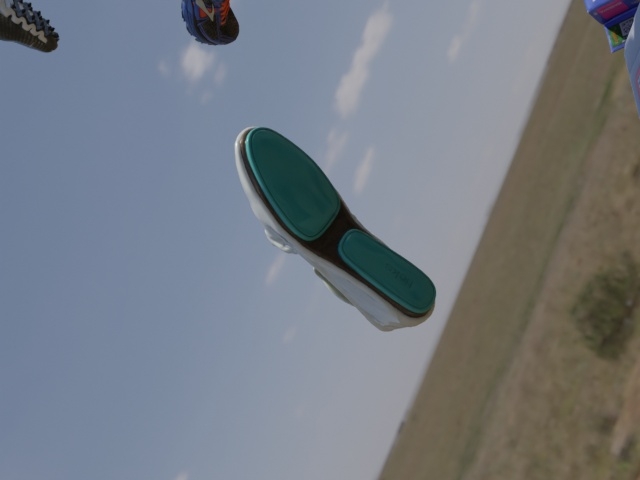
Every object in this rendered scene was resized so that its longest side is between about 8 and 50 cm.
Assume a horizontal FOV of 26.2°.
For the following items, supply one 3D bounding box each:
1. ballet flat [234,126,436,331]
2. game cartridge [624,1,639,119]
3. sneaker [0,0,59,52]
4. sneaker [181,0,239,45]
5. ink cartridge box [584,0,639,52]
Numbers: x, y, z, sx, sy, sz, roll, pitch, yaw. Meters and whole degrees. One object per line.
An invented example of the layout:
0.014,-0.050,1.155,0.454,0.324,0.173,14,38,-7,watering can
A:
0.000,0.000,2.098,0.139,0.400,0.139,-47,4,5,ballet flat
0.413,-0.183,1.559,0.196,0.060,0.294,103,165,-55,game cartridge
-0.485,-0.314,1.940,0.106,0.234,0.078,-50,34,19,sneaker
-0.158,-0.354,1.976,0.221,0.087,0.083,58,-143,-59,sneaker
0.465,-0.454,2.047,0.065,0.186,0.311,21,-128,-52,ink cartridge box
